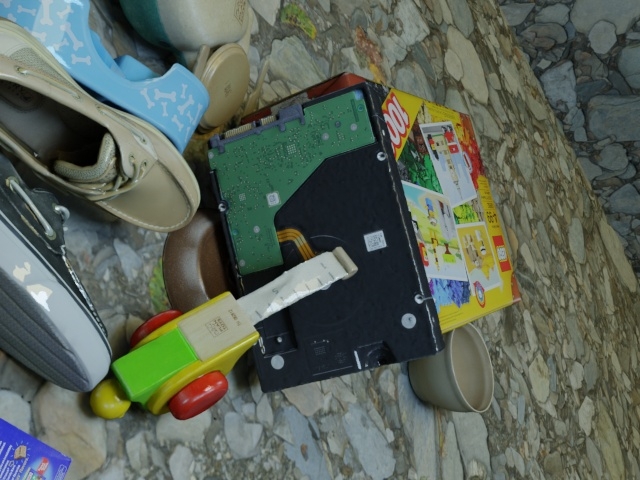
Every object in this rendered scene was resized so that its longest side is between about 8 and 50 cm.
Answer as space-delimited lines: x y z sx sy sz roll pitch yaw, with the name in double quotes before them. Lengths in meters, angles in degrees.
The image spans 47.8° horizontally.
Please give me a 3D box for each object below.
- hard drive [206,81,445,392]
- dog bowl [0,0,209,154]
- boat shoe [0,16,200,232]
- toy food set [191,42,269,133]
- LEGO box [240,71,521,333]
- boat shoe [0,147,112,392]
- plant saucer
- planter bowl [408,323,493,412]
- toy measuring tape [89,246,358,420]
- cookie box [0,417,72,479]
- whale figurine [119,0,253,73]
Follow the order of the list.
"hard drive" 0.000 0.000 0.910 0.064 0.236 0.339 2 72 -72
"dog bowl" -0.256 -0.170 0.767 0.297 0.165 0.074 31 63 -45
"boat shoe" -0.220 -0.081 0.691 0.302 0.109 0.098 46 10 -47
"toy food set" -0.143 -0.208 0.986 0.192 0.038 0.133 -15 129 -68
"LEGO box" 0.125 -0.030 1.177 0.500 0.193 0.373 -5 79 -60
"boat shoe" -0.289 -0.012 0.669 0.335 0.121 0.119 58 40 -17
"plant saucer" -0.122 0.047 0.960 0.198 0.036 0.199 30 51 -46
"planter bowl" 0.227 0.235 1.304 0.162 0.109 0.162 30 51 -46
"toy measuring tape" -0.106 0.110 0.823 0.330 0.121 0.122 -28 99 -26
"cookie box" -0.288 0.212 0.638 0.107 0.040 0.092 47 41 -33
"whale figurine" -0.179 -0.329 0.994 0.272 0.141 0.217 18 79 -75
